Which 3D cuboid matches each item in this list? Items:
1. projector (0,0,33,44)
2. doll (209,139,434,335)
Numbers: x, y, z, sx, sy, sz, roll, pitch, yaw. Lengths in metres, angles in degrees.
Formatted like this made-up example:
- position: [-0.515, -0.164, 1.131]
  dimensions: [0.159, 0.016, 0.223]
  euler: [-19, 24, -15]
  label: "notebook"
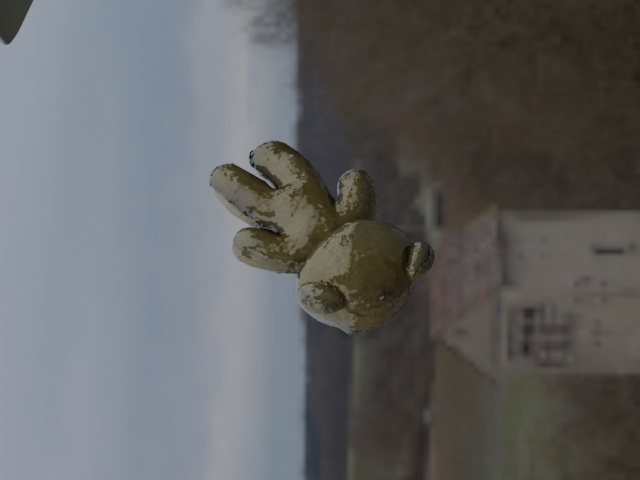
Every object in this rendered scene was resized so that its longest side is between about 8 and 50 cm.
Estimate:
- position: [-0.184, -0.267, 1.083]
  dimensions: [0.259, 0.079, 0.257]
  euler: [98, -164, -85]
  label: "projector"
- position: [0.000, -0.006, 0.651]
  dimensions: [0.093, 0.061, 0.051]
  euler: [54, 159, 19]
  label: "doll"
